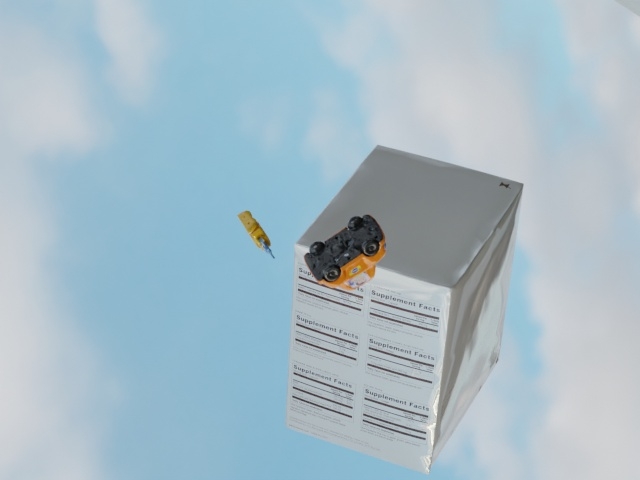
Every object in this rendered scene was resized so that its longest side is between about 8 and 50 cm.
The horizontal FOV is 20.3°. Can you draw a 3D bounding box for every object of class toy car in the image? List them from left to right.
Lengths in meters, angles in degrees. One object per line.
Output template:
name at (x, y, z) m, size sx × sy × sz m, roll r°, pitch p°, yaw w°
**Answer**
toy car at (0.000, 0.000, 1.250) m, size 0.122 × 0.060 × 0.040 m, roll 32°, pitch 163°, yaw 48°

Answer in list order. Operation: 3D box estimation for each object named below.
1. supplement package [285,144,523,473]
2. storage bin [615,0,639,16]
supplement package at (0.074, 0.058, 1.616) m, size 0.194 × 0.149 × 0.203 m, roll -50°, pitch -29°, yaw -51°
storage bin at (0.223, -0.243, 1.280) m, size 0.262 × 0.123 × 0.260 m, roll 33°, pitch -173°, yaw -2°
